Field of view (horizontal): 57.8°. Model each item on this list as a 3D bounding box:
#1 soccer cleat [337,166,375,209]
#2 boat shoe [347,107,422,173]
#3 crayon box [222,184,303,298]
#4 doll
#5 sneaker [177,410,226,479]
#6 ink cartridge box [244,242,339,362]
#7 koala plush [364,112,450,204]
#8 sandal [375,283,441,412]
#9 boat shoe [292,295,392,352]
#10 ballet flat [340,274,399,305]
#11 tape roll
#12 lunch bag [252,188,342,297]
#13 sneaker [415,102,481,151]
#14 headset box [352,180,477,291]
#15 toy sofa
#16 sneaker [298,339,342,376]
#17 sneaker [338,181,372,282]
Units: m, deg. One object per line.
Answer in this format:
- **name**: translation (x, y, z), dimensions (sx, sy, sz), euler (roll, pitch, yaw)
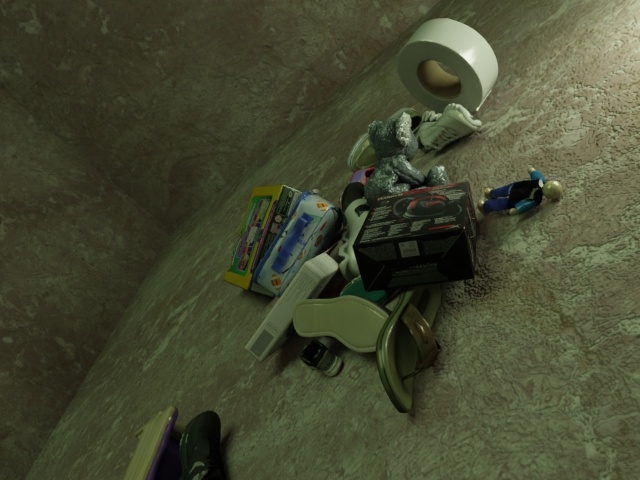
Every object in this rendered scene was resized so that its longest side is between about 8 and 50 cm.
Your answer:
- **soccer cleat**: translation (0.123, -0.152, 1.843), dimensions (0.095, 0.083, 0.248), euler (-27, 25, 34)
- **boat shoe**: translation (0.216, -0.340, 1.964), dimensions (0.302, 0.109, 0.094), euler (-43, 22, 2)
- **crayon box**: translation (-0.198, -0.004, 2.002), dimensions (0.313, 0.106, 0.363), euler (7, 78, 67)
- **doll**: translation (0.415, -0.098, 1.201), dimensions (0.129, 0.046, 0.189), euler (-56, 22, -20)
- **sneaker**: translation (-0.268, 0.527, 1.348), dimensions (0.130, 0.109, 0.286), euler (-27, 37, 29)
- **ink cartridge box**: translation (-0.051, 0.158, 1.536), dimensions (0.296, 0.066, 0.261), euler (-54, -10, 21)
- **koala plush**: translation (0.197, -0.215, 1.508), dimensions (0.203, 0.221, 0.196), euler (-14, 11, -23)
- **sandal**: translation (0.181, 0.173, 1.078), dimensions (0.086, 0.120, 0.303), euler (-10, 39, 37)
- **boat shoe**: translation (0.069, 0.178, 1.280), dimensions (0.324, 0.096, 0.117), euler (-5, 85, 51)
- **ballet flat**: translation (0.155, 0.092, 1.348), dimensions (0.241, 0.091, 0.077), euler (-32, -5, 26)
- **tape roll**: translation (0.369, -0.500, 1.696), dimensions (0.100, 0.286, 0.286), euler (-54, 21, -19)
- **lunch bag**: translation (-0.056, 0.007, 1.575), dimensions (0.303, 0.115, 0.243), euler (-61, -15, 4)
- **sneaker**: translation (0.355, -0.310, 1.651), dimensions (0.118, 0.110, 0.292), euler (-57, 13, -4)
- **headset box**: translation (0.209, -0.021, 1.208), dimensions (0.218, 0.110, 0.293), euler (-9, 22, 19)
- **toy sofa**: translation (-0.392, 0.590, 1.377), dimensions (0.177, 0.150, 0.363), euler (-39, 21, 24)
- **sneaker**: translation (-0.015, 0.262, 1.347), dimensions (0.063, 0.075, 0.170), euler (-52, 21, -13)
- **sneaker**: translation (0.137, -0.041, 1.551), dimensions (0.146, 0.122, 0.331), euler (-24, 44, 28)
